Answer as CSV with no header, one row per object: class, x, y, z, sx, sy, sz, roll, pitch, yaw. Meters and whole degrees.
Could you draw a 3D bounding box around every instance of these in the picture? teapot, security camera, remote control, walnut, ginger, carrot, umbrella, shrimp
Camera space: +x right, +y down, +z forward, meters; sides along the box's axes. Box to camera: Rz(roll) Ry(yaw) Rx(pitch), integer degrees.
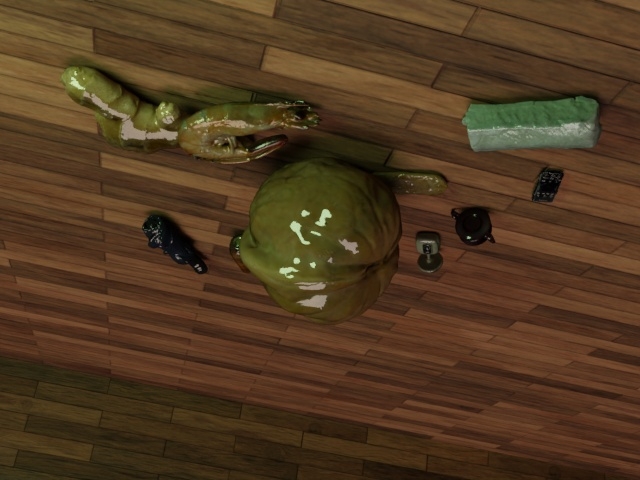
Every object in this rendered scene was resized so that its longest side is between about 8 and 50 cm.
teapot,0.282,-0.025,1.565,0.100,0.068,0.045,37,173,31
security camera,0.217,0.020,1.706,0.058,0.058,0.092,0,145,19
remote control,0.388,-0.094,1.440,0.039,0.014,0.096,6,154,5
walnut,0.000,0.000,1.466,0.285,0.285,0.296,3,129,12
ginger,-0.265,-0.190,1.388,0.333,0.081,0.148,14,134,-15
carrot,-0.168,0.031,1.857,0.055,0.055,0.161,8,162,2
umbrella,-0.320,0.018,1.861,0.070,0.071,0.248,1,158,17
shrimp,-0.111,-0.170,1.351,0.235,0.053,0.133,-10,136,4

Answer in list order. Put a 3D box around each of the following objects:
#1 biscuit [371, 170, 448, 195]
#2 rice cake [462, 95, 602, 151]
biscuit,0.153,-0.101,1.498,0.147,0.018,0.071,2,154,12
rice cake,0.308,-0.171,1.244,0.206,0.063,0.069,1,152,16
